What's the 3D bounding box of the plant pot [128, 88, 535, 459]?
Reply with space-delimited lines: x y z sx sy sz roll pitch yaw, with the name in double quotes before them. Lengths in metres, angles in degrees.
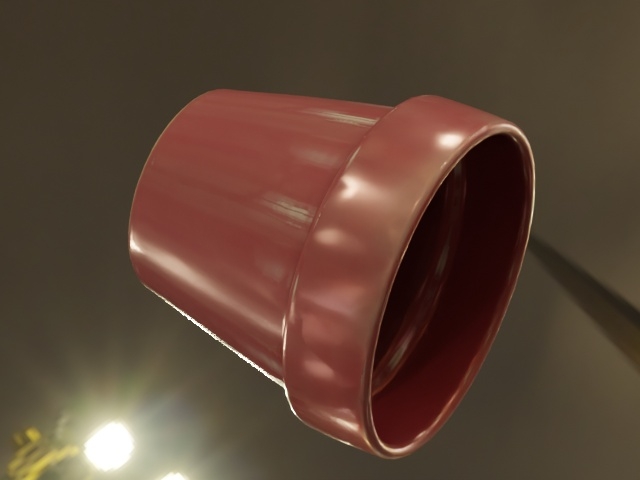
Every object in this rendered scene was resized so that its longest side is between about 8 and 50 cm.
"plant pot" 0.000 0.000 0.933 0.201 0.180 0.201 -44 -34 -41
